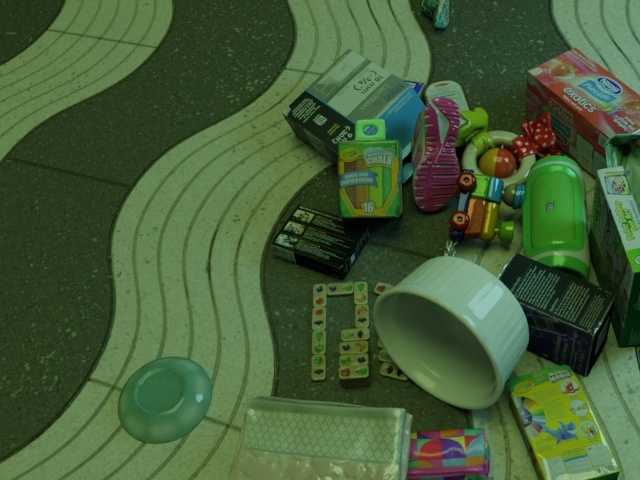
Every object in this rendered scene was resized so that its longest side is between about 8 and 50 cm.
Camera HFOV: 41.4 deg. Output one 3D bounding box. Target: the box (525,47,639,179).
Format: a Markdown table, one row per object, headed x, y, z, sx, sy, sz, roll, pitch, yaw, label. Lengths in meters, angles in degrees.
| x | y | z | sx | sy | sz | roll | pitch | yaw | label |
| --- | --- | --- | --- | --- | --- | --- | --- | --- | --- |
| 0.609 | -0.277 | 1.908 | 0.142 | 0.154 | 0.300 | -27 | 50 | -12 | box |

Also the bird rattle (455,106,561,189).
| x | y | z | sx | sy | sz | roll | pitch | yaw | label |
| --- | --- | --- | --- | --- | --- | --- | --- | --- | --- |
| 0.415 | -0.190 | 1.923 | 0.253 | 0.143 | 0.207 | 15 | 66 | 6 | bird rattle |

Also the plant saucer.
| x | y | z | sx | sy | sz | roll | pitch | yaw | label |
| --- | --- | --- | --- | --- | --- | --- | --- | --- | --- |
| -0.314 | 0.305 | 1.682 | 0.195 | 0.037 | 0.195 | -6 | 50 | 7 | plant saucer |

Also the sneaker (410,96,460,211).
| x | y | z | sx | sy | sz | roll | pitch | yaw | label |
| --- | --- | --- | --- | --- | --- | --- | --- | --- | --- |
| 0.254 | -0.189 | 1.900 | 0.103 | 0.111 | 0.252 | 8 | 92 | -9 | sneaker |

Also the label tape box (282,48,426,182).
| x | y | z | sx | sy | sz | roll | pitch | yaw | label |
| --- | --- | --- | --- | --- | --- | --- | --- | --- | --- |
| 0.109 | -0.282 | 2.006 | 0.240 | 0.106 | 0.333 | -45 | 55 | -8 | label tape box |

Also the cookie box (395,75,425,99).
| x | y | z | sx | sy | sz | roll | pitch | yaw | label |
| --- | --- | --- | --- | --- | --- | --- | --- | --- | --- |
| 0.201 | -0.358 | 2.120 | 0.091 | 0.040 | 0.107 | 14 | 55 | 23 | cookie box |

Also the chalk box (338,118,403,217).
| x | y | z | sx | sy | sz | roll | pitch | yaw | label |
| --- | --- | --- | --- | --- | --- | --- | --- | --- | --- |
| 0.110 | -0.158 | 1.847 | 0.132 | 0.132 | 0.213 | -2 | 95 | 10 | chalk box |

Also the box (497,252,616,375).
| x | y | z | sx | sy | sz | roll | pitch | yaw | label |
| --- | --- | --- | --- | --- | --- | --- | --- | --- | --- |
| 0.434 | 0.139 | 1.602 | 0.207 | 0.153 | 0.108 | 23 | 59 | 27 | box |

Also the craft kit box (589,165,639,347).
| x | y | z | sx | sy | sz | roll | pitch | yaw | label |
| --- | --- | --- | --- | --- | --- | --- | --- | --- | --- |
| 0.567 | 0.033 | 1.600 | 0.061 | 0.250 | 0.247 | -6 | 50 | 7 | craft kit box |

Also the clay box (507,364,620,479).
| x | y | z | sx | sy | sz | roll | pitch | yaw | label |
| --- | --- | --- | --- | --- | --- | --- | --- | --- | --- |
| 0.424 | 0.335 | 1.508 | 0.127 | 0.053 | 0.222 | -14 | 49 | 0 | clay box |

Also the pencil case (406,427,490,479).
| x | y | z | sx | sy | sz | roll | pitch | yaw | label |
| --- | --- | --- | --- | --- | --- | --- | --- | --- | --- |
| 0.178 | 0.384 | 1.486 | 0.236 | 0.104 | 0.104 | -7 | 50 | 6 | pencil case |

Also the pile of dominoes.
| x | y | z | sx | sy | sz | roll | pitch | yaw | label |
| --- | --- | --- | --- | --- | --- | --- | --- | --- | --- |
| 0.077 | 0.176 | 1.711 | 0.196 | 0.040 | 0.251 | -5 | 51 | 7 | pile of dominoes |

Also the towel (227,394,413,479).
| x | y | z | sx | sy | sz | roll | pitch | yaw | label |
| --- | --- | --- | --- | --- | --- | --- | --- | --- | --- |
| -0.018 | 0.427 | 1.440 | 0.331 | 0.053 | 0.317 | -1 | 64 | 28 | towel |

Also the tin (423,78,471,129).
| x | y | z | sx | sy | sz | roll | pitch | yaw | label |
| --- | --- | --- | --- | --- | --- | --- | --- | --- | --- |
| 0.313 | -0.325 | 2.077 | 0.106 | 0.040 | 0.190 | -8 | 50 | -1 | tin |

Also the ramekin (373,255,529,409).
| x | y | z | sx | sy | sz | roll | pitch | yaw | label |
| --- | --- | --- | --- | --- | --- | --- | --- | --- | --- |
| 0.244 | 0.161 | 1.549 | 0.277 | 0.277 | 0.135 | 28 | 54 | 29 | ramekin |

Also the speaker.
| x | y | z | sx | sy | sz | roll | pitch | yaw | label |
| --- | --- | --- | --- | --- | --- | --- | --- | --- | --- |
| 0.486 | -0.033 | 1.750 | 0.131 | 0.131 | 0.296 | 1 | 52 | 11 | speaker |

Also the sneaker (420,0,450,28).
| x | y | z | sx | sy | sz | roll | pitch | yaw | label |
| --- | --- | --- | --- | --- | --- | --- | --- | --- | --- |
| 0.311 | -0.631 | 2.320 | 0.076 | 0.065 | 0.166 | -11 | 45 | 23 | sneaker |

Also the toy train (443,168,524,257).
| x | y | z | sx | sy | sz | roll | pitch | yaw | label |
| --- | --- | --- | --- | --- | --- | --- | --- | --- | --- |
| 0.342 | -0.019 | 1.784 | 0.143 | 0.105 | 0.248 | 9 | 76 | 11 | toy train |

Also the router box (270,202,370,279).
| x | y | z | sx | sy | sz | roll | pitch | yaw | label |
| --- | --- | --- | --- | --- | --- | --- | --- | --- | --- |
| 0.000 | 0.000 | 1.864 | 0.179 | 0.046 | 0.133 | 19 | 57 | 23 | router box |

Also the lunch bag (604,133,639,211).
| x | y | z | sx | sy | sz | roll | pitch | yaw | label |
| --- | --- | --- | --- | --- | --- | --- | --- | --- | --- |
| 0.700 | -0.104 | 1.693 | 0.223 | 0.160 | 0.262 | 6 | 38 | -43 | lunch bag |
